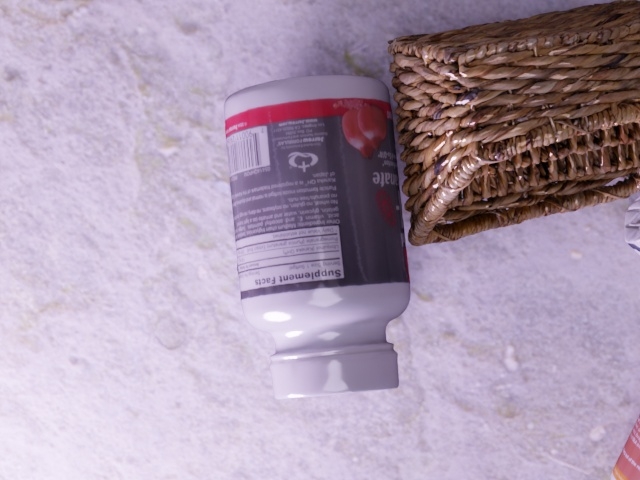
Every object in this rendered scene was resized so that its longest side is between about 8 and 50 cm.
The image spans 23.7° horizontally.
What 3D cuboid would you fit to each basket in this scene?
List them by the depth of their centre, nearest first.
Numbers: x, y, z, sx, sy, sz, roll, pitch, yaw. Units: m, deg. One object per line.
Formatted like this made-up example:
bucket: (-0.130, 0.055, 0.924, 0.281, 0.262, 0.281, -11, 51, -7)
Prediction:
basket: (0.242, -0.109, 1.509, 0.299, 0.213, 0.223, -12, 103, -20)

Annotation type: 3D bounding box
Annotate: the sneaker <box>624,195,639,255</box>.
sneaker: (0.452, -0.014, 1.591, 0.153, 0.094, 0.235, 35, 134, -27)

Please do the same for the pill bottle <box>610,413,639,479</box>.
pill bottle: (0.412, 0.197, 1.658, 0.121, 0.121, 0.216, 22, 104, -1)

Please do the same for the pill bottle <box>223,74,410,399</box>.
pill bottle: (0.000, 0.000, 1.571, 0.176, 0.176, 0.319, -6, 85, 5)
